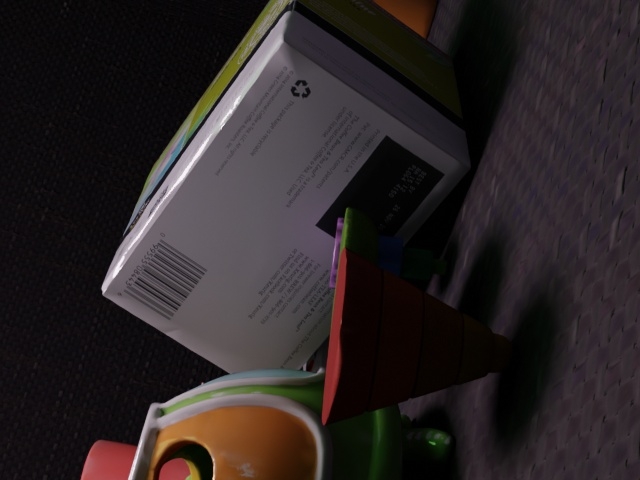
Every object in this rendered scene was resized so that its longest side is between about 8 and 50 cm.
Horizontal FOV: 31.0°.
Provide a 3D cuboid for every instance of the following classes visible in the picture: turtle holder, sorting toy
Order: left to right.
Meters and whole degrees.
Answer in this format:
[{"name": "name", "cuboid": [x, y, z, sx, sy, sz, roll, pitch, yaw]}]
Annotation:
[{"name": "turtle holder", "cuboid": [-0.046, 0.210, 0.956, 0.320, 0.228, 0.243, -110, 36, -79]}, {"name": "sorting toy", "cuboid": [0.070, 0.048, 0.900, 0.365, 0.126, 0.127, -82, -1, -79]}]

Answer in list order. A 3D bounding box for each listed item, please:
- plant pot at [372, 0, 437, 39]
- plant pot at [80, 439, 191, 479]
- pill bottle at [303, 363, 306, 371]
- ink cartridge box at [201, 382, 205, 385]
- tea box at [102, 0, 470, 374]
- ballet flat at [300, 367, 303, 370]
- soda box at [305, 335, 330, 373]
[{"name": "plant pot", "cuboid": [0.056, -0.326, 1.599, 0.205, 0.188, 0.205, -165, 90, -83]}, {"name": "plant pot", "cuboid": [-0.239, 0.455, 1.805, 0.275, 0.243, 0.274, 2, -90, -89]}, {"name": "pill bottle", "cuboid": [-0.038, 0.118, 1.484, 0.264, 0.153, 0.153, -87, 14, -63]}, {"name": "ink cartridge box", "cuboid": [-0.121, 0.369, 1.524, 0.261, 0.066, 0.296, 93, 176, -62]}, {"name": "tea box", "cuboid": [-0.032, -0.079, 1.221, 0.329, 0.220, 0.323, -51, 14, 22]}, {"name": "ballet flat", "cuboid": [-0.087, 0.275, 1.309, 0.116, 0.124, 0.342, -80, -6, -57]}, {"name": "soda box", "cuboid": [0.026, 0.123, 1.249, 0.216, 0.074, 0.069, -86, 14, -63]}]
